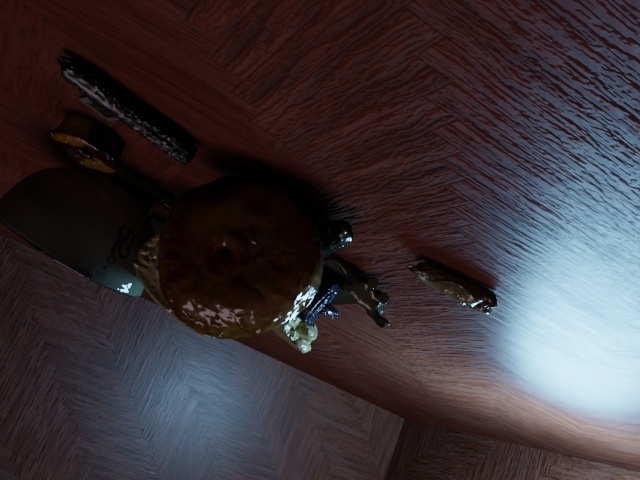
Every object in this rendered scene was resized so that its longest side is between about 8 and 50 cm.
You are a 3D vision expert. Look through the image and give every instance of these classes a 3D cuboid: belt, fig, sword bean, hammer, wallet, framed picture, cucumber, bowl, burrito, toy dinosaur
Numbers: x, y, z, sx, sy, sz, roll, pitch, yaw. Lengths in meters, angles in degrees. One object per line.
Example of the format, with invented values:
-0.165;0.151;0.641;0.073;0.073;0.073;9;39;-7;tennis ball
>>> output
-0.016;0.125;1.494;0.128;0.122;0.218;42;175;10;belt
-0.126;0.051;1.223;0.286;0.286;0.368;18;168;12;fig
-0.386;-0.119;1.434;0.043;0.038;0.269;-27;134;35;sword bean
-0.387;-0.098;1.528;0.035;0.019;0.110;27;160;-14;hammer
0.035;0.126;1.659;0.110;0.031;0.198;29;162;-22;wallet
-0.357;-0.222;1.127;0.089;0.006;0.066;6;157;43;framed picture
-0.296;-0.202;1.053;0.044;0.043;0.257;-4;149;46;cucumber
-0.491;-0.046;1.457;0.354;0.185;0.354;34;176;3;bowl
0.244;0.085;1.251;0.188;0.045;0.058;27;156;-8;burrito
0.000;0.000;1.261;0.068;0.067;0.293;27;162;-16;cucumber
0.084;0.115;1.511;0.248;0.075;0.188;42;172;-7;toy dinosaur

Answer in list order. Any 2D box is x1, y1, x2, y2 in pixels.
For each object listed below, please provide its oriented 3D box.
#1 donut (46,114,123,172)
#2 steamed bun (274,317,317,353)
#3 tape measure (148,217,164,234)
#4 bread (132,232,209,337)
-0.433;-0.181;1.258;0.140;0.059;0.140;20;162;7;donut
-0.096;0.245;2.074;0.192;0.106;0.177;21;155;51;steamed bun
-0.391;0.041;1.779;0.231;0.133;0.271;35;162;-15;tape measure
-0.236;0.092;1.487;0.236;0.165;0.375;37;-174;12;bread
